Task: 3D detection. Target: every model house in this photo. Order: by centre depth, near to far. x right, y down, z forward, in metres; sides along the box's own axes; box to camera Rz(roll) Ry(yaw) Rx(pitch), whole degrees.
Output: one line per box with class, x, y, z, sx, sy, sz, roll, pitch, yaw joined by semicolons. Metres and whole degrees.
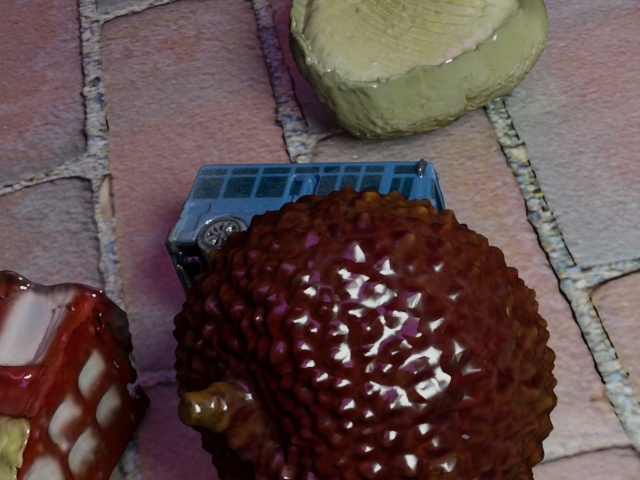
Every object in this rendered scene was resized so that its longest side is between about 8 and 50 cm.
model house;-0.272;0.168;1.010;0.196;0.160;0.254;6;51;20

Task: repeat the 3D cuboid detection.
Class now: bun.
bun;0.096;-0.199;1.273;0.259;0.152;0.259;-12;53;16

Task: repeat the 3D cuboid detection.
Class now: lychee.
lychee;0.031;0.097;0.930;0.304;0.275;0.276;-9;38;-35

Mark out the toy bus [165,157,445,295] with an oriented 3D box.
toy bus;0.000;0.000;1.130;0.234;0.116;0.133;0;44;17
